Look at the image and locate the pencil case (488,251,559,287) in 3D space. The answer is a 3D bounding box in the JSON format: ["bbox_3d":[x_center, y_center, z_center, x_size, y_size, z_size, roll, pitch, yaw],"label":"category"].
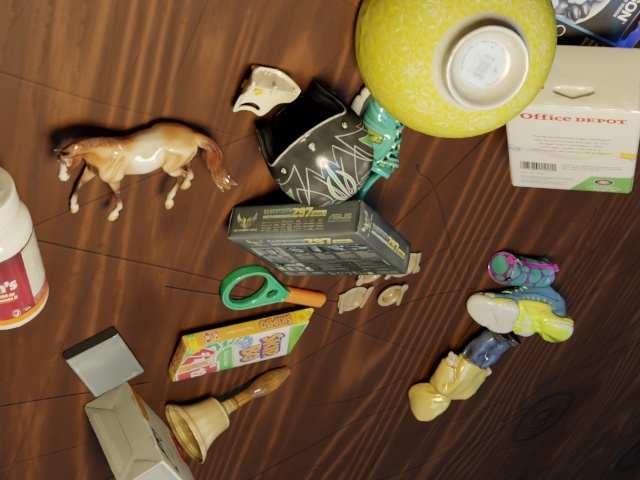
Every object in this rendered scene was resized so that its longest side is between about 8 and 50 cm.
[{"bbox_3d":[0.410,0.060,2.181,0.151,0.065,0.070,7,149,-43],"label":"pencil case"}]

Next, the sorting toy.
[{"bbox_3d":[-0.085,-0.203,1.504,0.083,0.045,0.075,3,139,-40],"label":"sorting toy"}]

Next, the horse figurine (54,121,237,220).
[{"bbox_3d":[-0.242,-0.103,1.483,0.263,0.066,0.174,-12,146,-23],"label":"horse figurine"}]

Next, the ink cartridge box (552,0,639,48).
[{"bbox_3d":[0.430,-0.349,1.659,0.208,0.045,0.206,17,124,-25],"label":"ink cartridge box"}]

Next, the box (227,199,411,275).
[{"bbox_3d":[0.000,0.000,1.686,0.232,0.059,0.183,-3,159,30],"label":"box"}]

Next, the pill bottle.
[{"bbox_3d":[-0.434,0.009,1.420,0.121,0.121,0.221,-20,144,-17],"label":"pill bottle"}]

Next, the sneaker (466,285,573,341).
[{"bbox_3d":[0.416,0.133,2.268,0.240,0.126,0.091,19,137,-14],"label":"sneaker"}]

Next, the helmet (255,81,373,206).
[{"bbox_3d":[-0.002,-0.128,1.547,0.169,0.162,0.169,-19,140,-17],"label":"helmet"}]

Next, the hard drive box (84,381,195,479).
[{"bbox_3d":[-0.310,0.387,1.926,0.089,0.181,0.232,-30,146,-5],"label":"hard drive box"}]

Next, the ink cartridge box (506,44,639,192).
[{"bbox_3d":[0.403,-0.189,1.713,0.201,0.117,0.278,5,158,14],"label":"ink cartridge box"}]

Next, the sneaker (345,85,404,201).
[{"bbox_3d":[0.093,-0.151,1.640,0.107,0.110,0.275,7,129,-42],"label":"sneaker"}]

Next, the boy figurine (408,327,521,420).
[{"bbox_3d":[0.309,0.287,2.358,0.177,0.092,0.285,17,123,-48],"label":"boy figurine"}]

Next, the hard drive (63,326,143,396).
[{"bbox_3d":[-0.361,0.204,1.801,0.094,0.022,0.135,-28,145,-6],"label":"hard drive"}]

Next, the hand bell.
[{"bbox_3d":[-0.157,0.303,2.032,0.242,0.126,0.126,-29,147,-25],"label":"hand bell"}]

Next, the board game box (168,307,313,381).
[{"bbox_3d":[-0.136,0.185,1.925,0.259,0.039,0.124,-13,152,-29],"label":"board game box"}]

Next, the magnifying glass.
[{"bbox_3d":[-0.079,0.091,1.878,0.231,0.026,0.092,11,126,-46],"label":"magnifying glass"}]

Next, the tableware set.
[{"bbox_3d":[0.112,0.081,2.016,0.168,0.020,0.141,-8,138,-30],"label":"tableware set"}]

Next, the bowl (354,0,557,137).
[{"bbox_3d":[0.201,-0.256,1.461,0.289,0.156,0.290,-5,118,-9],"label":"bowl"}]
